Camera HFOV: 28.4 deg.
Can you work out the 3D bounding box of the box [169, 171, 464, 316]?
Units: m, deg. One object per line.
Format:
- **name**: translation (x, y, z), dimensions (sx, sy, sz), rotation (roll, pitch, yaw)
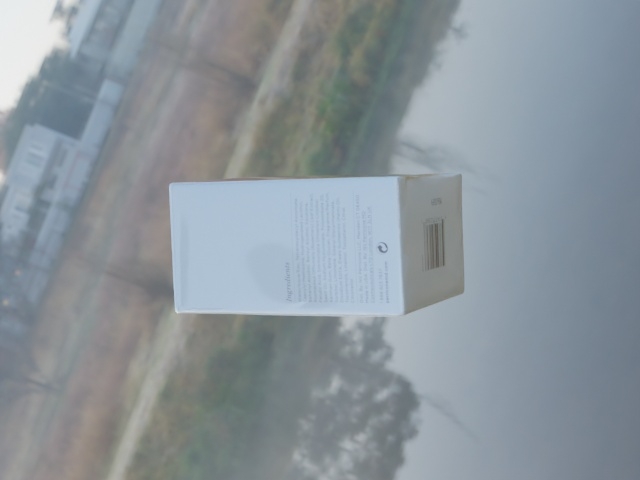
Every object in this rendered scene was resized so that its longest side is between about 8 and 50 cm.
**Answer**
- **box**: translation (0.000, 0.000, 0.881), dimensions (0.130, 0.170, 0.091), rotation (-11, -80, -66)
